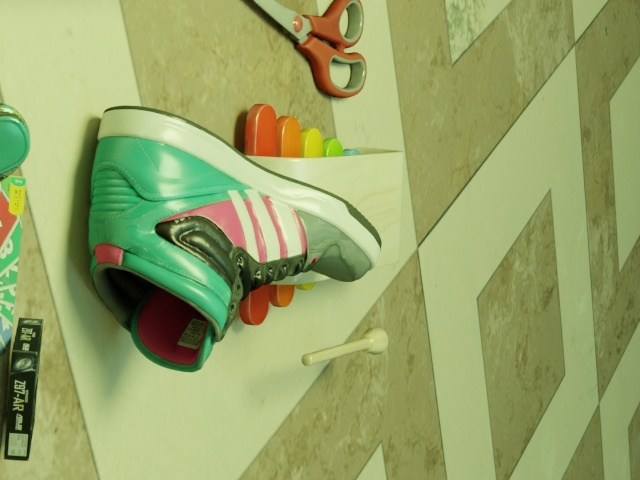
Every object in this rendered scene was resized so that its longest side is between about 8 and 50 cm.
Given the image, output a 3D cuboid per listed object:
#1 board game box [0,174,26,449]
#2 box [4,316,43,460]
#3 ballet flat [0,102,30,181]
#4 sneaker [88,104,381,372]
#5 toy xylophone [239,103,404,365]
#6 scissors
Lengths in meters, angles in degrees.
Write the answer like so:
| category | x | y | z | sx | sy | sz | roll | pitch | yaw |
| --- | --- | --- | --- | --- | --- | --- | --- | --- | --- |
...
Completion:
| category | x | y | z | sx | sy | sz | roll | pitch | yaw |
| --- | --- | --- | --- | --- | --- | --- | --- | --- | --- |
| board game box | -0.257 | 0.080 | 1.010 | 0.124 | 0.039 | 0.259 | 5 | 93 | -64 |
| box | -0.211 | 0.105 | 1.071 | 0.067 | 0.018 | 0.083 | -112 | -152 | -72 |
| ballet flat | -0.268 | -0.038 | 0.911 | 0.188 | 0.070 | 0.070 | -20 | 117 | -28 |
| sneaker | -0.074 | 0.026 | 1.226 | 0.295 | 0.124 | 0.178 | 26 | 71 | -39 |
| toy xylophone | 0.000 | 0.000 | 1.471 | 0.322 | 0.081 | 0.236 | 9 | 87 | -64 |
| scissors | -0.017 | -0.196 | 1.468 | 0.297 | 0.021 | 0.109 | -8 | 104 | -65 |
